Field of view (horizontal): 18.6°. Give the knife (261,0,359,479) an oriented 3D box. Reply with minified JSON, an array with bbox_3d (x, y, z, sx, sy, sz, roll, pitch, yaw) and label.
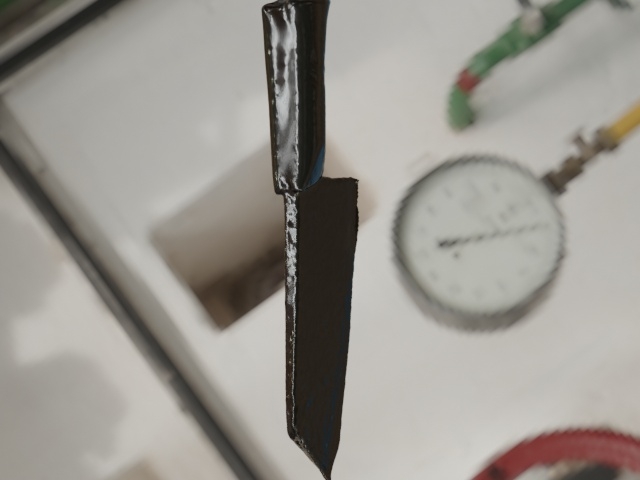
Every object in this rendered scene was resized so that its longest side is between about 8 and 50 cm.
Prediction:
[{"bbox_3d":[0.000,0.000,0.913,0.028,0.060,0.230,2,95,36],"label":"knife"}]
